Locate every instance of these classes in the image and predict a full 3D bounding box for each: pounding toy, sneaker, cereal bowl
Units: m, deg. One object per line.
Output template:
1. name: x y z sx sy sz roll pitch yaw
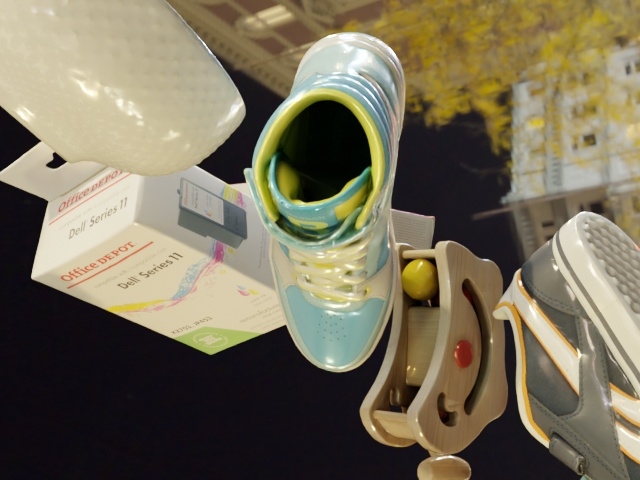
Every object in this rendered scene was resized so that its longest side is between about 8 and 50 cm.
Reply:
1. pounding toy: 0.094 0.137 1.027 0.154 0.155 0.269 -2 -91 -45
2. sneaker: 0.000 0.000 0.811 0.208 0.127 0.319 -65 -24 -67
3. sneaker: 0.243 0.140 0.728 0.126 0.127 0.321 8 -133 -41
4. cereal bowl: -0.234 -0.171 0.860 0.141 0.339 0.339 -50 -48 -6

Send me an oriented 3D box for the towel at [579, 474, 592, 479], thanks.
1. towel: 0.411 0.320 1.181 0.271 0.040 0.370 35 -85 -34

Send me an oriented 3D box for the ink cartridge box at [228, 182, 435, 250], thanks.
1. ink cartridge box: -0.029 0.000 1.527 0.309 0.272 0.130 10 -95 -32

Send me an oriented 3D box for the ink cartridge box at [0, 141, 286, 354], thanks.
1. ink cartridge box: -0.196 0.006 1.163 0.353 0.207 0.119 29 -131 -37
